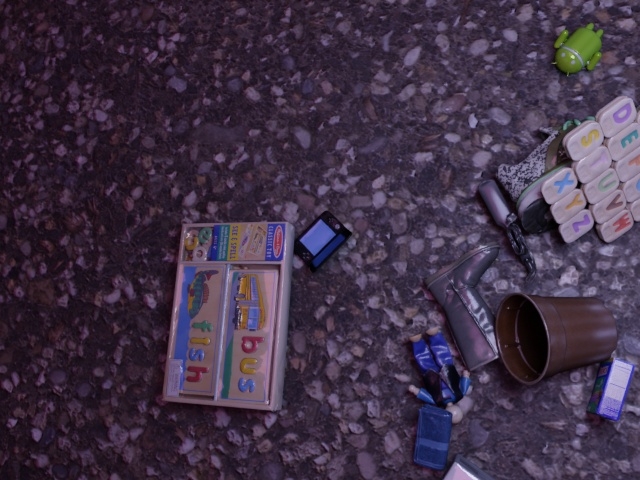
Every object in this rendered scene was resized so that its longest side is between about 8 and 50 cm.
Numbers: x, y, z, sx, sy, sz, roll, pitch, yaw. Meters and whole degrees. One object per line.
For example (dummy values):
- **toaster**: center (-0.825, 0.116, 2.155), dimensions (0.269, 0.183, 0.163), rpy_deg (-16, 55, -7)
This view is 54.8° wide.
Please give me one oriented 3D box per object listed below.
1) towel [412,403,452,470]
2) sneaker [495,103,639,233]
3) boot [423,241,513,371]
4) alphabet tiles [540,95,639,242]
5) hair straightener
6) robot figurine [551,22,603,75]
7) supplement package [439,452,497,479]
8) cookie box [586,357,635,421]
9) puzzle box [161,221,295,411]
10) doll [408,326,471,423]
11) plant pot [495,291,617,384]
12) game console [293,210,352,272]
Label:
- **towel**: center (0.220, 0.387, 1.212), dimensions (0.067, 0.029, 0.120), rpy_deg (10, 96, 26)
- **sneaker**: center (0.528, -0.202, 1.245), dimensions (0.410, 0.158, 0.182), rpy_deg (-35, 57, 0)
- **boot**: center (0.327, 0.131, 1.243), dimensions (0.189, 0.076, 0.209), rpy_deg (-37, 64, 17)
- **alphabet tiles**: center (0.553, -0.124, 1.158), dimensions (0.278, 0.284, 0.021), rpy_deg (-36, 34, 4)
- **hair straightener**: center (0.381, -0.022, 1.258), dimensions (0.047, 0.089, 0.231), rpy_deg (-22, 73, 12)
- **robot figurine**: center (0.550, -0.405, 1.318), dimensions (0.115, 0.067, 0.101), rpy_deg (-46, 73, 1)
- **supplement package**: center (0.238, 0.563, 1.107), dimensions (0.175, 0.177, 0.293), rpy_deg (32, 86, 19)
- **cookie box**: center (0.536, 0.275, 1.145), dimensions (0.040, 0.092, 0.107), rpy_deg (19, 82, 15)
- **puzzle box**: center (-0.202, 0.161, 1.375), dimensions (0.271, 0.052, 0.409), rpy_deg (-1, 77, 18)
- **doll**: center (0.237, 0.276, 1.246), dimensions (0.129, 0.046, 0.189), rpy_deg (-21, 79, 2)
- **plant pot**: center (0.440, 0.174, 1.144), dimensions (0.165, 0.167, 0.167), rpy_deg (-3, 74, -16)
- **game console**: center (0.000, 0.000, 1.361), dimensions (0.122, 0.071, 0.107), rpy_deg (-44, 71, 0)
